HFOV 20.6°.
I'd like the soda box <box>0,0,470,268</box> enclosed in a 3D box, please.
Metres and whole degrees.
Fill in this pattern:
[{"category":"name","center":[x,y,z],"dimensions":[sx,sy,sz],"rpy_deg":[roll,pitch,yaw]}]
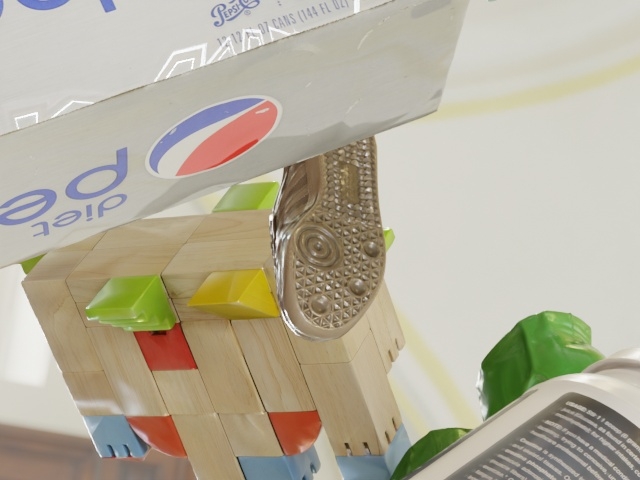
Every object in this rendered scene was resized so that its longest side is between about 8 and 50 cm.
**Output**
[{"category":"soda box","center":[-0.099,-0.053,0.565],"dimensions":[0.098,0.286,0.091],"rpy_deg":[101,-34,-66]}]

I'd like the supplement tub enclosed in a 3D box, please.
[{"category":"supplement tub","center":[0.139,0.200,1.082],"dimensions":[0.191,0.272,0.191],"rpy_deg":[36,-38,35]}]

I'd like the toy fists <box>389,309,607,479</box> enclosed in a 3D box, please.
[{"category":"toy fists","center":[0.146,0.188,1.336],"dimensions":[0.279,0.096,0.142],"rpy_deg":[-54,-149,38]}]

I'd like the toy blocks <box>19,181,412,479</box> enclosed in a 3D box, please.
[{"category":"toy blocks","center":[-0.074,0.111,1.521],"dimensions":[0.381,0.261,0.190],"rpy_deg":[-4,-149,28]}]

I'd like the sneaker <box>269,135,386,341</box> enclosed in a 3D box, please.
[{"category":"sneaker","center":[0.000,0.000,1.119],"dimensions":[0.071,0.066,0.188],"rpy_deg":[-51,-159,44]}]
